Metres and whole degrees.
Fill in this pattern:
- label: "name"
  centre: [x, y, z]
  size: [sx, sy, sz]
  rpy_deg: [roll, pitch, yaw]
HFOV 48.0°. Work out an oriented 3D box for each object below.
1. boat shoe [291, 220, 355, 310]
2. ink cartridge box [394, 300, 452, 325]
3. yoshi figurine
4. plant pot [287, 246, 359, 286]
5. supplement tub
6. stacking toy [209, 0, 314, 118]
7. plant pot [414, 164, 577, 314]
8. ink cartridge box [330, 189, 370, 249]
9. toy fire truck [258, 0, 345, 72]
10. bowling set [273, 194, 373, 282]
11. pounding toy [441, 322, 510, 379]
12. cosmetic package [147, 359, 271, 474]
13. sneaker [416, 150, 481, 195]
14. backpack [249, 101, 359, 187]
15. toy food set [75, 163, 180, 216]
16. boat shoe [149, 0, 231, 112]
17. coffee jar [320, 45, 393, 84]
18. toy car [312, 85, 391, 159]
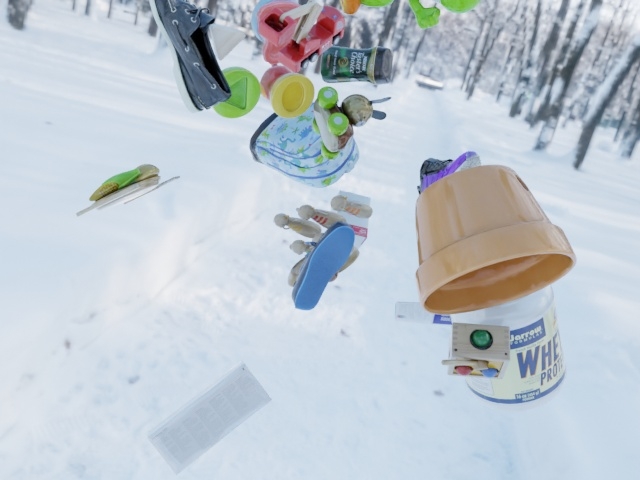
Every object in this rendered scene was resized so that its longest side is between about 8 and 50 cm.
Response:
- label: "boat shoe"
  centre: [-0.011, 0.050, 1.753]
  size: [0.109, 0.258, 0.089]
  rpy_deg: [24, 24, -28]
- label: "ink cartridge box"
  centre: [0.425, 0.215, 2.042]
  size: [0.324, 0.071, 0.330]
  rpy_deg: [5, -4, -18]
- label: "yoshi figurine"
  centre: [0.233, -0.613, 1.700]
  size: [0.362, 0.202, 0.203]
  rpy_deg: [-1, -17, -6]
- label: "plant pot"
  centre: [0.003, 0.067, 2.148]
  size: [0.236, 0.032, 0.236]
  rpy_deg: [-22, 16, 7]
- label: "supplement tub"
  centre: [0.420, 0.196, 1.633]
  size: [0.236, 0.324, 0.235]
  rpy_deg: [-14, 25, 7]
- label: "stacking toy"
  centre: [-0.161, -0.454, 1.775]
  size: [0.280, 0.308, 0.130]
  rpy_deg: [-14, 42, -22]
- label: "plant pot"
  centre: [0.299, -0.007, 1.341]
  size: [0.291, 0.291, 0.203]
  rpy_deg: [3, 63, -37]
- label: "ink cartridge box"
  centre: [0.105, -0.075, 2.680]
  size: [0.128, 0.176, 0.128]
  rpy_deg: [12, -27, -10]
- label: "toy fire truck"
  centre: [-0.026, -0.364, 1.235]
  size: [0.047, 0.135, 0.192]
  rpy_deg: [38, 62, 16]
- label: "bowling set"
  centre: [0.000, 0.000, 1.921]
  size: [0.154, 0.199, 0.287]
  rpy_deg: [18, -27, -35]
- label: "pounding toy"
  centre: [0.298, 0.223, 1.401]
  size: [0.130, 0.100, 0.141]
  rpy_deg: [3, -29, 7]
- label: "cosmetic package"
  centre: [-0.226, 0.357, 1.465]
  size: [0.099, 0.239, 0.060]
  rpy_deg: [55, -10, -7]
- label: "sneaker"
  centre: [0.359, -0.196, 2.127]
  size: [0.102, 0.293, 0.146]
  rpy_deg: [-18, 68, -27]
- label: "backpack"
  centre: [-0.039, -0.321, 2.383]
  size: [0.355, 0.290, 0.273]
  rpy_deg: [43, -14, 30]
- label: "toy food set"
  centre: [-0.319, -0.089, 1.181]
  size: [0.132, 0.038, 0.192]
  rpy_deg: [-24, 5, 11]
- label: "boat shoe"
  centre: [-0.274, -0.447, 1.545]
  size: [0.113, 0.339, 0.127]
  rpy_deg: [-7, 19, 17]
- label: "coffee jar"
  centre: [0.097, -0.458, 1.877]
  size: [0.185, 0.096, 0.079]
  rpy_deg: [6, -3, 20]
- label: "toy car"
  centre: [0.087, -0.308, 1.803]
  size: [0.189, 0.148, 0.155]
  rpy_deg: [-15, -19, -12]
